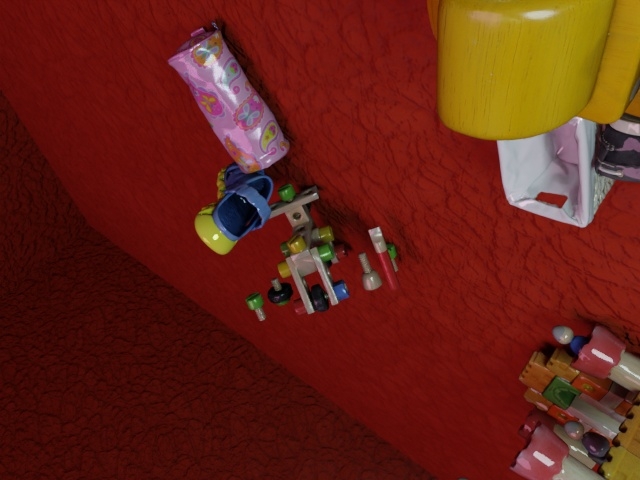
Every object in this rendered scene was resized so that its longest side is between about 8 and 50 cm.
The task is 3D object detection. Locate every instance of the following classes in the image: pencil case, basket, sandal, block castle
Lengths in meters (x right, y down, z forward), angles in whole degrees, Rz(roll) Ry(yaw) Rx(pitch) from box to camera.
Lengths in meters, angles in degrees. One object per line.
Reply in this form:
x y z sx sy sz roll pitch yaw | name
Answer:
-0.174 -0.269 1.134 0.124 0.124 0.284 5 135 52 | pencil case
0.289 -0.118 0.698 0.113 0.103 0.167 27 152 42 | basket
-0.152 -0.094 1.228 0.138 0.317 0.126 -30 117 21 | sandal
0.415 0.364 1.049 0.213 0.303 0.453 32 152 23 | block castle

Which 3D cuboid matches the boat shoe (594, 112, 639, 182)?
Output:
0.404 -0.075 0.587 0.233 0.084 0.079 16 122 17 | boat shoe

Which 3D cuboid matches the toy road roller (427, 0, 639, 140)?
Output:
0.243 -0.185 0.507 0.329 0.240 0.202 28 151 29 | toy road roller

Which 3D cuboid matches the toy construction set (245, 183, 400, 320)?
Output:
0.000 0.000 1.221 0.309 0.257 0.237 -6 116 33 | toy construction set
